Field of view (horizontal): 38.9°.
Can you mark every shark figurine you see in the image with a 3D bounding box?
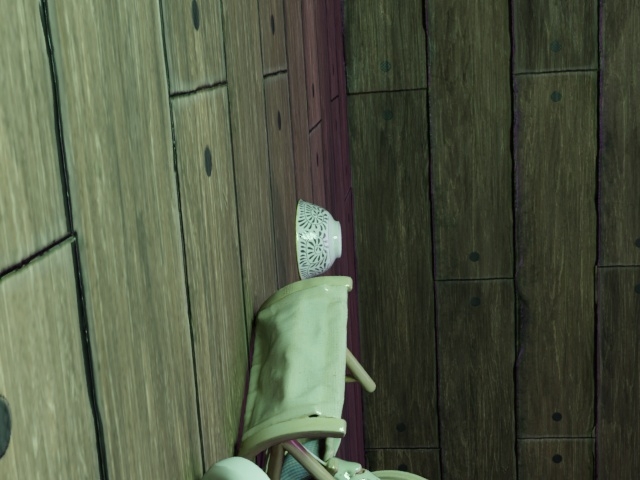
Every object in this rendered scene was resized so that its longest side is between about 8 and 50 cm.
[{"bbox_3d":[-0.026,0.352,1.448,0.278,0.166,0.116,-137,-134,-65],"label":"shark figurine"}]

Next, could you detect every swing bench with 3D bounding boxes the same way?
[{"bbox_3d":[-0.020,0.226,1.242,0.253,0.165,0.254,-84,165,-46],"label":"swing bench"}]

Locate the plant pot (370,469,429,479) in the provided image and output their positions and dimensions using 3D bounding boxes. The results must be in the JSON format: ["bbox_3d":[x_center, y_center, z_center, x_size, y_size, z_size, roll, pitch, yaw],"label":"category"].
[{"bbox_3d":[0.077,0.537,1.470,0.305,0.334,0.333,44,44,-66],"label":"plant pot"}]

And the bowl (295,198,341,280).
[{"bbox_3d":[0.000,0.000,1.836,0.170,0.080,0.170,-1,90,-83],"label":"bowl"}]

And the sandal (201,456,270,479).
[{"bbox_3d":[-0.019,0.414,0.971,0.169,0.102,0.416,13,-59,51],"label":"sandal"}]
